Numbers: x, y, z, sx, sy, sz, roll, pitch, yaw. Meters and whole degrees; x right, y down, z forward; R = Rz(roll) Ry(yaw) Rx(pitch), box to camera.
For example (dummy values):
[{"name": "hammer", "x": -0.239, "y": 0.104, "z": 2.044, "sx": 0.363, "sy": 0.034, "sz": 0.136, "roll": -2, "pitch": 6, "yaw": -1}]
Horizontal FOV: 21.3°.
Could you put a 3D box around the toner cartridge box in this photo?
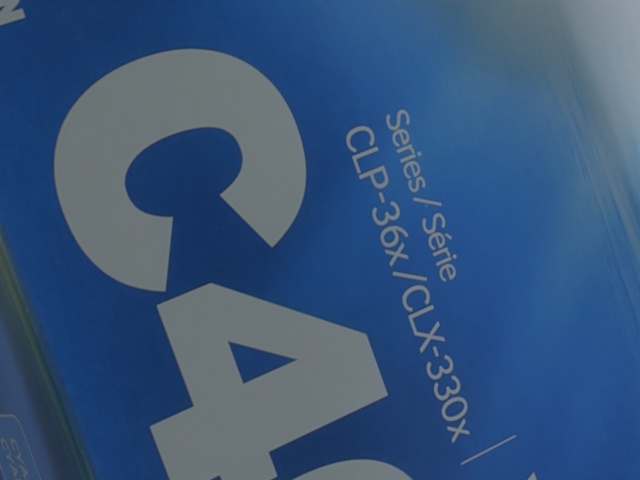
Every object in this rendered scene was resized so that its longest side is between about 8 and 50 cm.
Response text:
[{"name": "toner cartridge box", "x": 0.000, "y": 0.000, "z": 0.378, "sx": 0.075, "sy": 0.165, "sz": 0.347, "roll": -10, "pitch": -78, "yaw": 61}]
